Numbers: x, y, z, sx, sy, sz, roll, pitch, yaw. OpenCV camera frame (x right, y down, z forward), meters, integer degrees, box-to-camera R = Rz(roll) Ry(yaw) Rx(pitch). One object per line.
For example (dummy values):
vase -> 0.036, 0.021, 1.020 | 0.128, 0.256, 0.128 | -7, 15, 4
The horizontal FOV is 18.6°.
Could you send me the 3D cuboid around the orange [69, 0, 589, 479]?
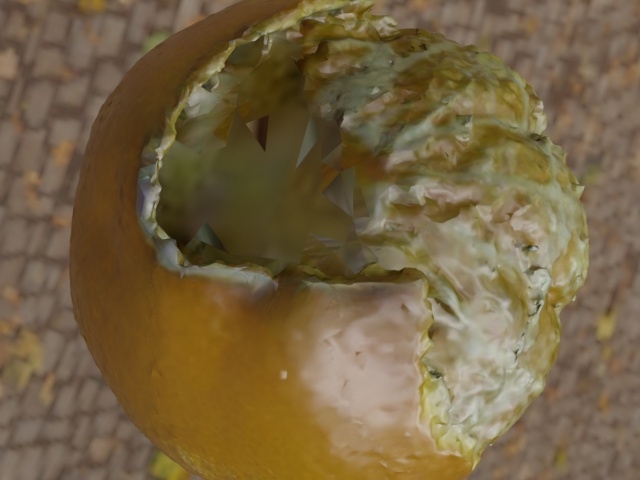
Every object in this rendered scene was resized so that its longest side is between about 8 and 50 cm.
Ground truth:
orange -> 0.000, 0.000, 0.561 | 0.156, 0.157, 0.134 | -67, 158, -6
